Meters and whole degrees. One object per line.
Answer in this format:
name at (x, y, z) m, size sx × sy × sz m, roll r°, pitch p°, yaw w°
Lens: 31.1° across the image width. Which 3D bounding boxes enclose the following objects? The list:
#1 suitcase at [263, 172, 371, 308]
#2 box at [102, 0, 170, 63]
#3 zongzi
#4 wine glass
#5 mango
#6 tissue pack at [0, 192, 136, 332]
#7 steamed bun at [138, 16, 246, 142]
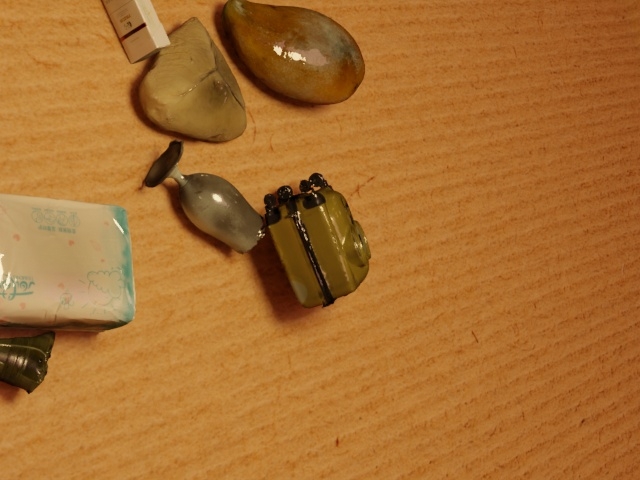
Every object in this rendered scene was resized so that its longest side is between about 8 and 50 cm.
suitcase at (0.000, 0.000, 2.103) m, size 0.194 × 0.143 × 0.235 m, roll -47°, pitch 116°, yaw -80°
box at (-0.328, -0.395, 2.002) m, size 0.040 × 0.084 × 0.154 m, roll -31°, pitch 99°, yaw -47°
zongzi at (-0.477, 0.151, 1.719) m, size 0.154 × 0.062 × 0.130 m, roll 25°, pitch 34°, yaw -16°
wine glass at (-0.197, -0.072, 2.015) m, size 0.222 × 0.103 × 0.103 m, roll 41°, pitch 52°, yaw -28°
mango at (-0.052, -0.371, 2.225) m, size 0.316 × 0.146 × 0.193 m, roll 23°, pitch 53°, yaw -30°
tissue pack at (-0.421, 0.035, 1.744) m, size 0.271 × 0.124 × 0.202 m, roll 6°, pitch 68°, yaw -42°
steamed bun at (-0.218, -0.267, 2.043) m, size 0.212 × 0.110 × 0.231 m, roll -44°, pitch 109°, yaw -48°
